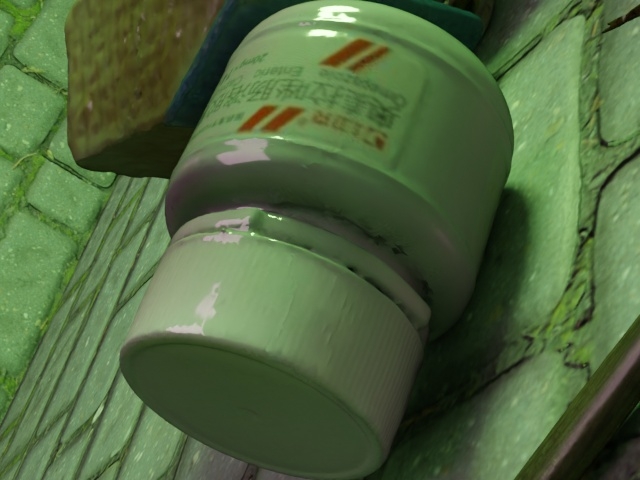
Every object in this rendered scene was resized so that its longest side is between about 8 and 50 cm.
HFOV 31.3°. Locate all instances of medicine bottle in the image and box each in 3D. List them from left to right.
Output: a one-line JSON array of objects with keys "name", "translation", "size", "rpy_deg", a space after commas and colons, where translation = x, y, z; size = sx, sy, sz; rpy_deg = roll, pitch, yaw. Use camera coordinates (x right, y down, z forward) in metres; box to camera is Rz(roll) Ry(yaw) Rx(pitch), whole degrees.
[{"name": "medicine bottle", "translation": [0.000, 0.000, 0.853], "size": [0.241, 0.241, 0.302], "rpy_deg": [-34, 29, 54]}]

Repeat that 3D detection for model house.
[{"name": "model house", "translation": [-0.038, -0.265, 1.119], "size": [0.342, 0.334, 0.382], "rpy_deg": [-20, 72, 46]}]

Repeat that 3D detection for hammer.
[{"name": "hammer", "translation": [0.159, 0.076, 0.617], "size": [0.365, 0.043, 0.111], "rpy_deg": [-56, 17, 13]}]

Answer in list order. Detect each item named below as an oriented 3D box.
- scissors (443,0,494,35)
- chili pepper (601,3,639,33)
[{"name": "scissors", "translation": [0.121, -0.167, 1.188], "size": [0.160, 0.024, 0.317], "rpy_deg": [-41, 25, 45]}, {"name": "chili pepper", "translation": [0.249, -0.176, 0.737], "size": [0.086, 0.084, 0.192], "rpy_deg": [-29, -2, -38]}]
